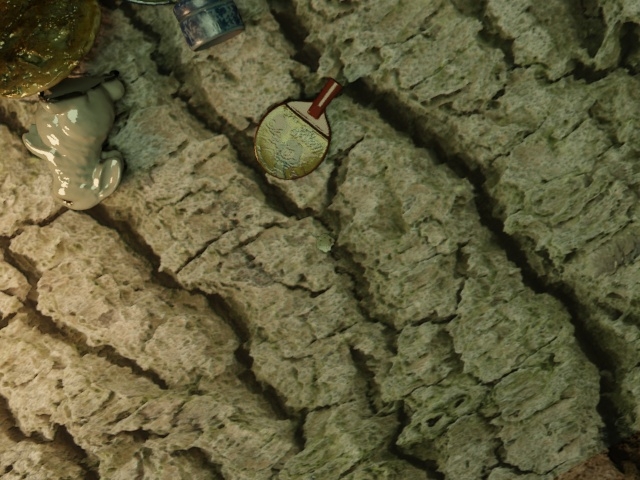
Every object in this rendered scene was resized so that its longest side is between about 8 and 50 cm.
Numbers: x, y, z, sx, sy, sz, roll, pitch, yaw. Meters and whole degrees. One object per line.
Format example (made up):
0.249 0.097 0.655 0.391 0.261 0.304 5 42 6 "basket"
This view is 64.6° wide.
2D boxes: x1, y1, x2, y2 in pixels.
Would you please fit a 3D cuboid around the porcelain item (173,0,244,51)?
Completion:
-0.269 -0.534 1.214 0.147 0.147 0.114 -22 109 7 "porcelain item"

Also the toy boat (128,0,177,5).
-0.426 -0.620 1.194 0.261 0.115 0.114 3 110 -2 "toy boat"

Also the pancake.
-0.667 -0.481 1.180 0.355 0.065 0.357 -5 71 14 "pancake"

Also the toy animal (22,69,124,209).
-0.616 -0.245 1.312 0.257 0.194 0.358 -13 129 -22 "toy animal"

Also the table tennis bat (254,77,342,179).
-0.051 -0.302 1.368 0.200 0.038 0.310 35 109 -14 "table tennis bat"

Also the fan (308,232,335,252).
0.000 0.000 1.495 0.083 0.004 0.056 28 108 -11 "fan"
